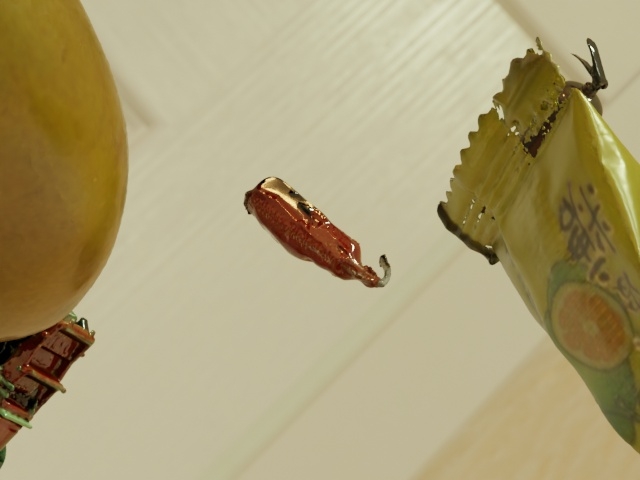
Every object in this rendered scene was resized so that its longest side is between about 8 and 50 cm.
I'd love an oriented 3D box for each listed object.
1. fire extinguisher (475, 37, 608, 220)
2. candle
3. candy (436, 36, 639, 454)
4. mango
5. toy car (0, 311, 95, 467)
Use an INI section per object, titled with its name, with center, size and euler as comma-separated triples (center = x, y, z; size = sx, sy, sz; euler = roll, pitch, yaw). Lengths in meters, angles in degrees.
[fire extinguisher]
center = 0.288, -0.138, 2.531
size = 0.267, 0.072, 0.089
euler = -53, -127, 37
[candle]
center = 0.000, 0.000, 1.738
size = 0.162, 0.053, 0.048
euler = 37, 17, 32
[candy]
center = 0.179, 0.046, 1.071
size = 0.297, 0.081, 0.187
euler = 46, -32, 15
[mango]
center = -0.292, -0.112, 1.200
size = 0.300, 0.232, 0.445
euler = -25, -65, 29
[toy car]
center = -0.221, 0.106, 1.397
size = 0.054, 0.143, 0.073
euler = 33, -4, 35
